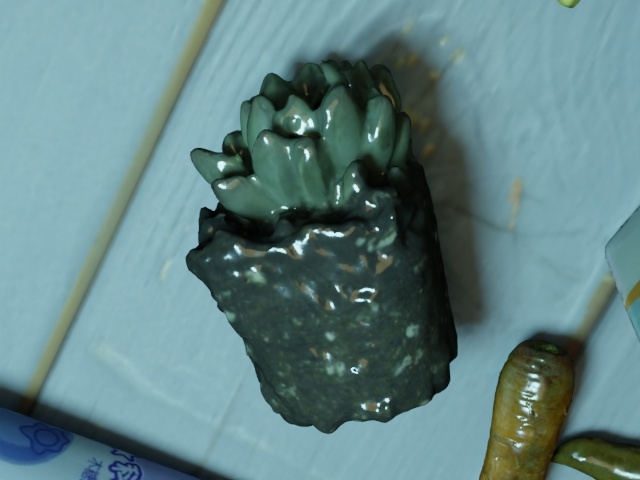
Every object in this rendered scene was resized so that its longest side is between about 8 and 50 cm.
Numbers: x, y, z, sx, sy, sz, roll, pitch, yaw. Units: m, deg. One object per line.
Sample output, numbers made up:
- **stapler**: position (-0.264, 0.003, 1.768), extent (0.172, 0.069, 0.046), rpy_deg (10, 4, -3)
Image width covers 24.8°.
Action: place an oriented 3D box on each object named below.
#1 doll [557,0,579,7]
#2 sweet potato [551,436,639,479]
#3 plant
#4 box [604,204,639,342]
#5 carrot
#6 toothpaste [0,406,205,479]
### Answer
- **doll**: position (0.063, -0.196, 0.780), extent (0.207, 0.081, 0.129), rpy_deg (29, 97, 0)
- **sweet potato**: position (0.264, 0.145, 0.859), extent (0.249, 0.059, 0.069), rpy_deg (16, 118, 6)
- **plant**: position (0.000, 0.000, 0.810), extent (0.132, 0.129, 0.194), rpy_deg (-14, 105, 9)
- **box**: position (0.297, -0.036, 0.637), extent (0.122, 0.385, 0.344), rpy_deg (39, 104, -5)
- **carrot**: position (0.114, 0.150, 0.879), extent (0.047, 0.047, 0.191), rpy_deg (13, 106, 2)
- **toothpaste**: position (-0.110, 0.185, 0.896), extent (0.371, 0.080, 0.125), rpy_deg (24, 68, -2)
